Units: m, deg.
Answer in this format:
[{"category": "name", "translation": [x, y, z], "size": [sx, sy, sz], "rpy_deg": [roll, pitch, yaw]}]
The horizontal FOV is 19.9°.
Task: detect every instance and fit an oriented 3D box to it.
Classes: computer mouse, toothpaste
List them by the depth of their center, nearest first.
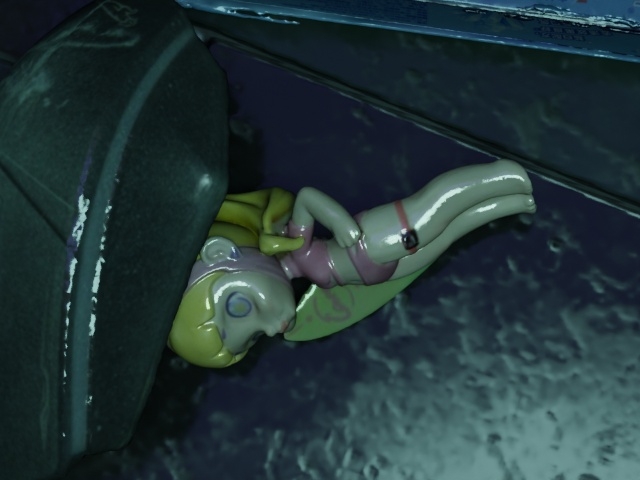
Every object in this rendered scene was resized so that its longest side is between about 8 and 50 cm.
[{"category": "computer mouse", "translation": [-0.116, -0.002, 0.761], "size": [0.126, 0.071, 0.231], "rpy_deg": [18, 87, 45]}, {"category": "toothpaste", "translation": [0.052, -0.126, 0.805], "size": [0.272, 0.053, 0.066], "rpy_deg": [8, 79, 6]}]

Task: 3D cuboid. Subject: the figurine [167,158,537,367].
[{"category": "figurine", "translation": [0.000, 0.000, 0.785], "size": [0.187, 0.083, 0.083], "rpy_deg": [-20, 82, 8]}]
